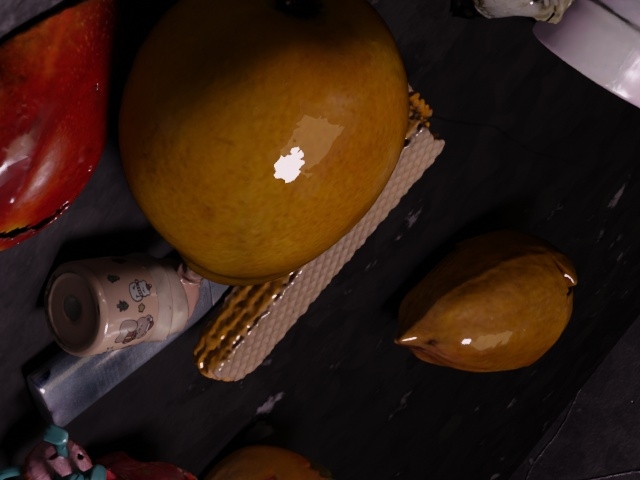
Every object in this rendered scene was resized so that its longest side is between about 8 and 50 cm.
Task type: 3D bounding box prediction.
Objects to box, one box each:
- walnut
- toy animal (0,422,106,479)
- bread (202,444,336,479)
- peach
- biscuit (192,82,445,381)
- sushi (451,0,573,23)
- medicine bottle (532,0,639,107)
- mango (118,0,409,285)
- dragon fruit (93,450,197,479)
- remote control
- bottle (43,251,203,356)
[{"bbox_3d":[0.237,0.101,1.950,0.336,0.209,0.209,-19,143,-36],"label":"walnut"},{"bbox_3d":[-0.296,0.256,1.361,0.103,0.100,0.208,21,141,-25],"label":"toy animal"},{"bbox_3d":[-0.068,0.413,1.810,0.270,0.270,0.148,-52,162,7],"label":"bread"},{"bbox_3d":[-0.220,-0.074,1.045,0.279,0.068,0.189,-53,158,9],"label":"peach"},{"bbox_3d":[0.000,0.000,1.441,0.378,0.054,0.094,-50,157,2],"label":"biscuit"},{"bbox_3d":[0.224,-0.325,1.384,0.134,0.109,0.273,-41,155,-20],"label":"sushi"},{"bbox_3d":[0.424,-0.337,1.589,0.212,0.212,0.325,-5,130,-58],"label":"medicine bottle"},{"bbox_3d":[-0.048,-0.083,1.155,0.264,0.221,0.378,-44,167,-22],"label":"mango"},{"bbox_3d":[-0.208,0.348,1.546,0.205,0.210,0.268,-15,169,29],"label":"dragon fruit"},{"bbox_3d":[-0.144,0.057,1.401,0.377,0.044,0.107,-39,159,-22],"label":"remote control"},{"bbox_3d":[-0.180,0.057,1.268,0.152,0.099,0.099,-11,136,-51],"label":"bottle"}]
